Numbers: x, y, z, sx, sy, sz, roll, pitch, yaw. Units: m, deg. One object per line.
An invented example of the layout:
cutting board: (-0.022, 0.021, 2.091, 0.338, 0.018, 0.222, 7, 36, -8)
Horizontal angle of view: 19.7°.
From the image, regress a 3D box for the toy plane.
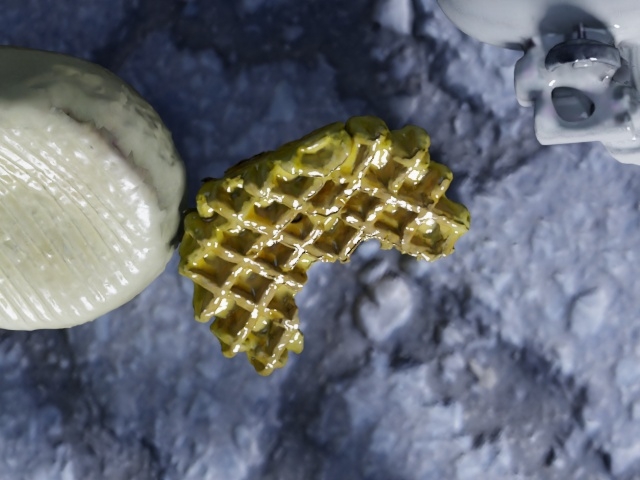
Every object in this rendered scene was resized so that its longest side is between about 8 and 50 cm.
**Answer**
toy plane: (0.194, -0.171, 1.150, 0.252, 0.118, 0.252, -3, 79, 16)

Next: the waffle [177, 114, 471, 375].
waffle: (-0.001, -0.002, 1.213, 0.194, 0.051, 0.149, -25, 121, 3)

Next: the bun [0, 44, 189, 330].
bun: (-0.197, -0.045, 1.230, 0.222, 0.127, 0.222, -1, 124, -2)
